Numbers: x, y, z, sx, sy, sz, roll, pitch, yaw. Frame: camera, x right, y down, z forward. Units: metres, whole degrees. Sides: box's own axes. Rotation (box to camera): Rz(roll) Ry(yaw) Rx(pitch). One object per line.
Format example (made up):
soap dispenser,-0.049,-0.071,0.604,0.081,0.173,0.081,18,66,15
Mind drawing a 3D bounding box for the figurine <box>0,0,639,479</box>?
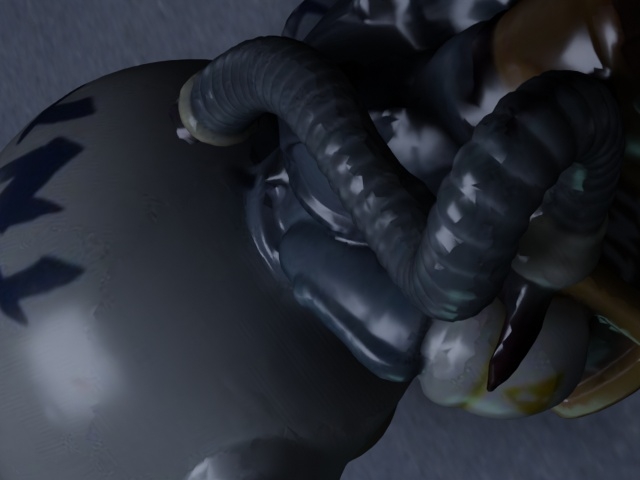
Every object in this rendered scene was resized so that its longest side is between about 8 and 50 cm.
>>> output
figurine,0.002,-0.002,0.676,0.186,0.261,0.382,44,136,-18
